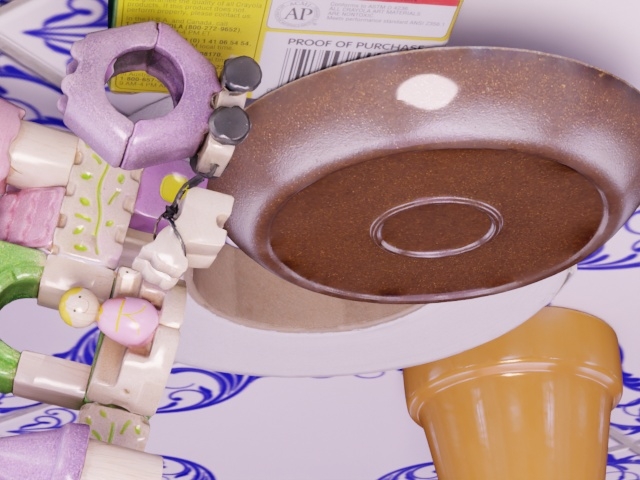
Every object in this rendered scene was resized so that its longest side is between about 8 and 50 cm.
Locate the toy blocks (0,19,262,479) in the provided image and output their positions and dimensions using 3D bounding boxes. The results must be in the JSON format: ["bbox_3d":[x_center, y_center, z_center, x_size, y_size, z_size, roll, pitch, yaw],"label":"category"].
[{"bbox_3d":[-0.213,0.033,0.943,0.260,0.288,0.309,16,159,-10],"label":"toy blocks"}]

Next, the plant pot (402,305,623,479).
[{"bbox_3d":[0.184,0.187,1.499,0.205,0.188,0.205,-2,152,-1],"label":"plant pot"}]

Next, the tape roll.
[{"bbox_3d":[0.000,0.000,1.254,0.392,0.072,0.392,-3,152,-2],"label":"tape roll"}]

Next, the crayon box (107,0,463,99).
[{"bbox_3d":[-0.007,-0.193,0.880,0.202,0.081,0.318,2,152,-10],"label":"crayon box"}]

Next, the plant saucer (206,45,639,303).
[{"bbox_3d":[0.075,-0.026,1.077,0.311,0.050,0.310,-2,154,-1],"label":"plant saucer"}]
